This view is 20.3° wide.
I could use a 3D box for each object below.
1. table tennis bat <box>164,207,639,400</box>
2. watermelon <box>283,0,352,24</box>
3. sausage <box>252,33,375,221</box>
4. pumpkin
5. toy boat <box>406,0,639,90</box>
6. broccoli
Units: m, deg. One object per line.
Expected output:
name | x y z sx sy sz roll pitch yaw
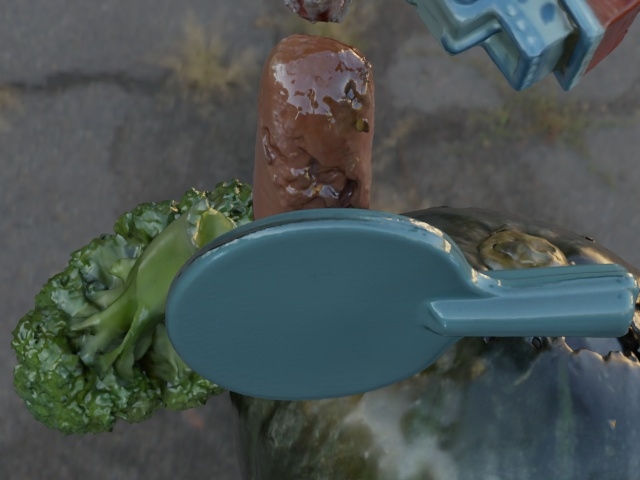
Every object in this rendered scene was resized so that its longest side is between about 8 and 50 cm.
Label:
table tennis bat | 0.041 0.032 0.890 0.237 0.149 0.038 -2 51 -6
watermelon | 0.001 -0.204 1.129 0.081 0.180 0.094 -9 64 3
sausage | -0.001 0.001 1.148 0.079 0.326 0.087 30 59 23
pumpkin | 0.143 0.152 1.567 0.454 0.344 0.454 12 19 -4
toy boat | 0.094 -0.257 1.317 0.133 0.145 0.332 -30 79 -8
broccoli | -0.120 0.055 1.611 0.186 0.302 0.254 59 34 -10
